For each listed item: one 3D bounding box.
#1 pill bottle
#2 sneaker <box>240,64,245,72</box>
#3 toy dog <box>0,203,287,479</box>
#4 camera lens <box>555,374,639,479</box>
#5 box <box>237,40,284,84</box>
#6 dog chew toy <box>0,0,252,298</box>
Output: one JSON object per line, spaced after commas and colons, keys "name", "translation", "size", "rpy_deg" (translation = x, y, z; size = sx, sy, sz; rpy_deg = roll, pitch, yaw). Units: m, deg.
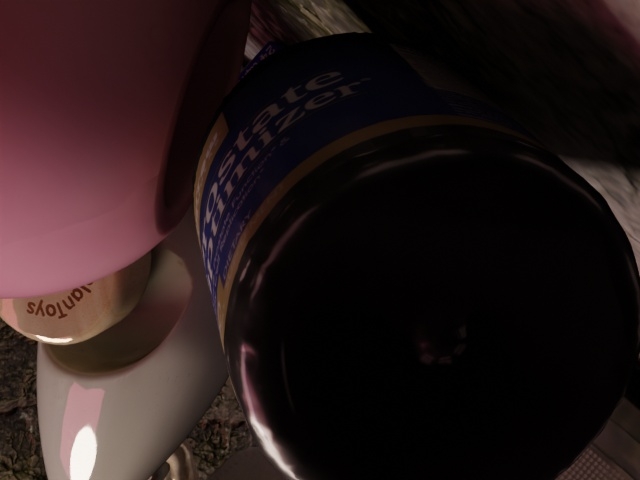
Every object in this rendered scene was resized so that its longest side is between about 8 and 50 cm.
{"name": "pill bottle", "translation": [0.018, -0.004, 0.491], "size": [0.123, 0.123, 0.219], "rpy_deg": [44, -173, -20]}
{"name": "sneaker", "translation": [0.000, 0.000, 0.937], "size": [0.099, 0.153, 0.282], "rpy_deg": [-25, 84, 48]}
{"name": "toy dog", "translation": [-0.074, 0.110, 0.747], "size": [0.161, 0.220, 0.333], "rpy_deg": [10, 124, 21]}
{"name": "camera lens", "translation": [0.098, 0.196, 0.824], "size": [0.219, 0.274, 0.219], "rpy_deg": [42, 175, 4]}
{"name": "box", "translation": [0.018, -0.022, 0.741], "size": [0.137, 0.072, 0.126], "rpy_deg": [36, 173, 48]}
{"name": "dog chew toy", "translation": [-0.201, -0.104, 0.572], "size": [0.332, 0.206, 0.206], "rpy_deg": [18, 173, 5]}
